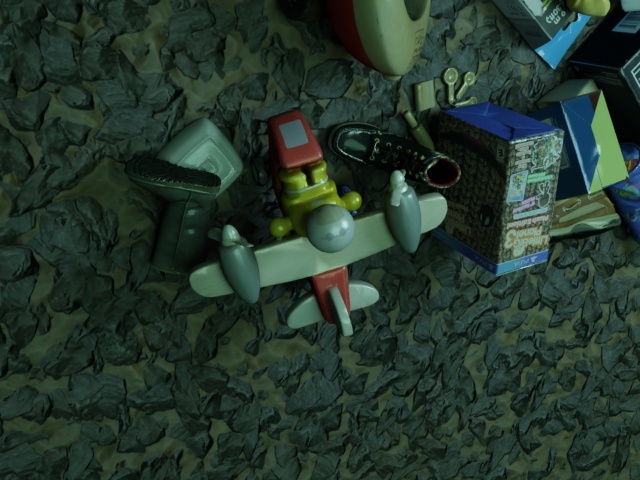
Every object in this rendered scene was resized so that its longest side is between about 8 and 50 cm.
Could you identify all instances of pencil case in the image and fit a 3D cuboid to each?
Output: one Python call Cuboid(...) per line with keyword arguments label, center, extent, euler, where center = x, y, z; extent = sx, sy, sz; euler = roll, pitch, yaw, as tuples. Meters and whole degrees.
Cuboid(label="pencil case", center=(0.781, -0.103, 1.980), extent=(0.306, 0.133, 0.119), euler=(46, 41, -34))

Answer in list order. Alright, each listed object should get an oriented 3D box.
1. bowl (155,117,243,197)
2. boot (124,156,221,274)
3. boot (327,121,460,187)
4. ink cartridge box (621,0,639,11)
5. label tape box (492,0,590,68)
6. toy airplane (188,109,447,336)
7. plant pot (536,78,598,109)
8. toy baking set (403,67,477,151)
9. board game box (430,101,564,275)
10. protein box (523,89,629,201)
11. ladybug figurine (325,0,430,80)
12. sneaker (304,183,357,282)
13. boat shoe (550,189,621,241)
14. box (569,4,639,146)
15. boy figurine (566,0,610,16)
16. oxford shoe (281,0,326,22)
Cuboid(label="bowl", center=(-0.220, -0.142, 1.519), extent=(0.142, 0.053, 0.142), euler=(-43, 120, -9))
Cuboid(label="boot", center=(-0.285, -0.040, 1.493), extent=(0.189, 0.076, 0.208), euler=(16, 127, -11))
Cuboid(label="boot", center=(0.150, -0.172, 1.617), extent=(0.236, 0.178, 0.085), euler=(13, 100, -30))
Cuboid(label="ink cartridge box", center=(0.713, -0.607, 1.766), extent=(0.175, 0.072, 0.127), euler=(-61, 140, -26))
Cuboid(label="label tape box", center=(0.497, -0.563, 1.703), extent=(0.347, 0.115, 0.249), euler=(38, 88, -29))
Cuboid(label="toy airplane", center=(0.000, 0.000, 1.489), extent=(0.384, 0.272, 0.386), euler=(30, 87, -12))
Cuboid(label="plant pot", center=(0.580, -0.308, 1.834), extent=(0.096, 0.109, 0.109), euler=(-51, 121, -18))
Cuboid(label="toy baking set", center=(0.290, -0.253, 1.747), extent=(0.196, 0.030, 0.256), euler=(-39, 119, -10))
Cuboid(label="board game box", center=(0.360, -0.114, 1.686), extent=(0.141, 0.232, 0.291), euler=(-14, 119, -26))
Cuboid(label="protein box", center=(0.514, -0.190, 1.736), extent=(0.136, 0.201, 0.200), euler=(-18, 91, -30))
Cuboid(label="ladybug figurine", center=(0.098, -0.511, 1.456), extent=(0.305, 0.161, 0.450), euler=(-42, 132, -59))
Cuboid(label="sneaker", center=(0.007, -0.014, 1.658), extent=(0.087, 0.083, 0.221), euler=(22, 92, -22))
Cuboid(label="boat shoe", center=(0.557, -0.058, 1.905), extent=(0.324, 0.122, 0.120), euler=(-8, 79, -26))
Cuboid(label="box", center=(0.781, -0.399, 1.854), extent=(0.296, 0.182, 0.294), euler=(-46, 119, -4))
Cuboid(label="boy figurine", center=(0.484, -0.555, 1.583), extent=(0.285, 0.092, 0.177), euler=(36, 89, -31))
Cuboid(label="oxford shoe", center=(-0.015, -0.518, 1.496), extent=(0.096, 0.082, 0.227), euler=(-3, 105, -52))
